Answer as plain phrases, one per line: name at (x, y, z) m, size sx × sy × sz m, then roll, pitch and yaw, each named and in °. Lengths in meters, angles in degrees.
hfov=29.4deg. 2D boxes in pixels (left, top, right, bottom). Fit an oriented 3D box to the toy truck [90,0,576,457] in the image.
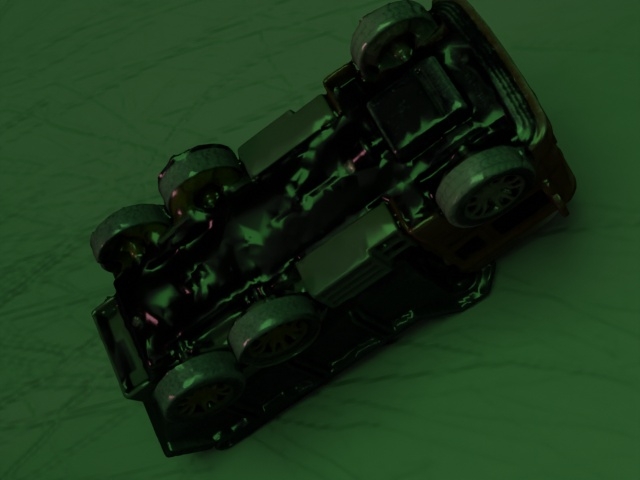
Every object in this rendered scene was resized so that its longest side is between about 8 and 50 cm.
toy truck at (0.000, 0.000, 0.455) m, size 0.192 × 0.092 × 0.083 m, roll -35°, pitch 61°, yaw 13°
